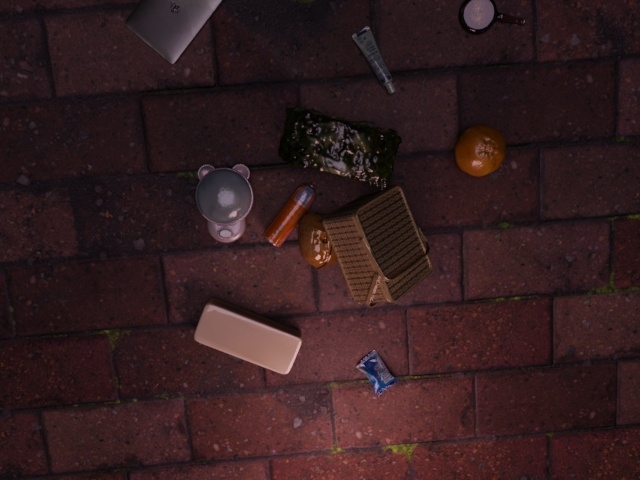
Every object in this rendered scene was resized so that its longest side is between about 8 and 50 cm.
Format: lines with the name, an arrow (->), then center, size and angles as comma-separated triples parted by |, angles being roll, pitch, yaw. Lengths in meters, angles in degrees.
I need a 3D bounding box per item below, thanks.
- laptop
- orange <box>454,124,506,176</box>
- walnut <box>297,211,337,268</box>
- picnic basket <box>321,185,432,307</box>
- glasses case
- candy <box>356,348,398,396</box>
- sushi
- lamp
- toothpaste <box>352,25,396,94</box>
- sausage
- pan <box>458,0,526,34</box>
laptop -> -0.435, -0.692, 1.511 | 0.187, 0.015, 0.269 | 39, 96, -7
orange -> 0.493, -0.276, 1.547 | 0.158, 0.136, 0.159 | 0, 96, -2
walnut -> 0.000, 0.000, 1.581 | 0.144, 0.144, 0.180 | 0, 91, -2
picnic basket -> 0.184, 0.020, 1.521 | 0.228, 0.175, 0.313 | -30, 102, -37
glasses case -> -0.235, 0.312, 1.653 | 0.336, 0.076, 0.144 | 23, 97, -5
candy -> 0.188, 0.449, 1.709 | 0.088, 0.038, 0.136 | -36, 89, 1
sushi -> 0.055, -0.271, 1.458 | 0.351, 0.294, 0.178 | 13, 103, -5
lamp -> -0.297, -0.113, 1.566 | 0.179, 0.108, 0.246 | 0, 100, 3
toothpaste -> 0.173, -0.547, 1.544 | 0.061, 0.037, 0.216 | -30, 95, 4
sausage -> -0.089, -0.089, 1.594 | 0.071, 0.071, 0.234 | 37, 97, -7
pan -> 0.526, -0.678, 1.531 | 0.211, 0.040, 0.115 | 8, 104, -3
